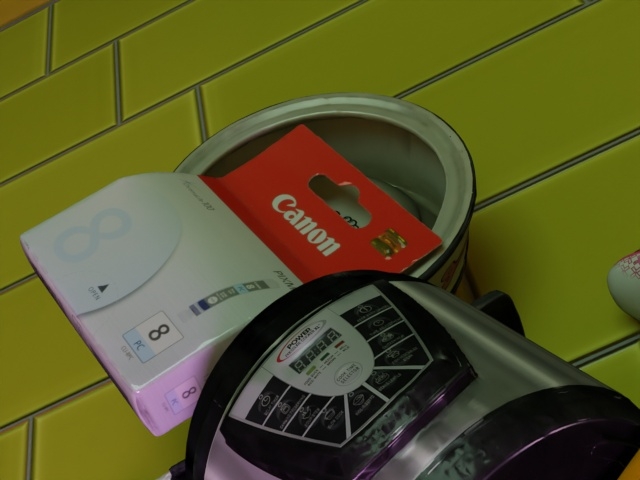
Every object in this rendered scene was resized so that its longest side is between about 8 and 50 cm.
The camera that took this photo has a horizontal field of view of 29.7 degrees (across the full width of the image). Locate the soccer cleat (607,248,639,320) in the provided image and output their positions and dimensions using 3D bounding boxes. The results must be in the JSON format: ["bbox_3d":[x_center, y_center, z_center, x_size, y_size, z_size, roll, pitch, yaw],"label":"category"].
[{"bbox_3d":[0.437,0.089,1.259,0.331,0.116,0.143,8,52,40],"label":"soccer cleat"}]

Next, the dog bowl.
[{"bbox_3d":[0.000,0.000,1.505,0.408,0.150,0.408,-9,44,9],"label":"dog bowl"}]

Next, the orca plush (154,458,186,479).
[{"bbox_3d":[-0.084,0.290,1.424,0.287,0.151,0.102,-22,72,-17],"label":"orca plush"}]

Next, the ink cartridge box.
[{"bbox_3d":[-0.106,0.003,1.364,0.385,0.091,0.308,-33,46,-14],"label":"ink cartridge box"}]

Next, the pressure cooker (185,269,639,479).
[{"bbox_3d":[0.072,0.232,1.157,0.420,0.370,0.375,33,111,51],"label":"pressure cooker"}]

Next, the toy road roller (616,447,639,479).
[{"bbox_3d":[0.330,0.314,0.947,0.240,0.202,0.329,31,88,49],"label":"toy road roller"}]
